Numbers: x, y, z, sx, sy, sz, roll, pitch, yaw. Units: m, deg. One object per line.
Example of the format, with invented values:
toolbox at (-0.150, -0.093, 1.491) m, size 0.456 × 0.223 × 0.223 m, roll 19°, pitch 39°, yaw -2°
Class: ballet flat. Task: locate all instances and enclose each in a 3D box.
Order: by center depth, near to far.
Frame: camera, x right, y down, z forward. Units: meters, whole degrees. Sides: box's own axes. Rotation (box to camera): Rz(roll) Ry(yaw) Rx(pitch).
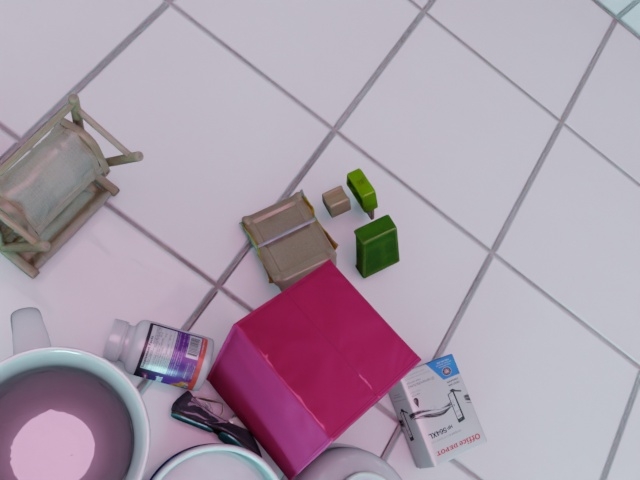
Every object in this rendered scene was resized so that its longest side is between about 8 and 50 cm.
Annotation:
ballet flat at (-0.191, 0.355, 1.335) m, size 0.203 × 0.074 × 0.074 m, roll 30°, pitch 64°, yaw -6°

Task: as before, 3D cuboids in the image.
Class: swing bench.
swing bench at (-0.495, -0.091, 1.268) m, size 0.165 × 0.254 × 0.253 m, roll 43°, pitch 62°, yaw -12°

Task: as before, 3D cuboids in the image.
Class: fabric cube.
fabric cube at (-0.019, 0.244, 1.295) m, size 0.259 × 0.254 × 0.258 m, roll -33°, pitch 73°, yaw -35°

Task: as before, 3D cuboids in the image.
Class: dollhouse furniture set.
dollhouse furniture set at (0.000, 0.000, 1.535) m, size 0.301 × 0.151 × 0.198 m, roll -25°, pitch 60°, yaw -9°

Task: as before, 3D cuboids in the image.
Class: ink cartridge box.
ink cartridge box at (0.249, 0.369, 1.483) m, size 0.148 × 0.086 × 0.203 m, roll -16°, pitch 77°, yaw -25°

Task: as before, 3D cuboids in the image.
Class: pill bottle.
pill bottle at (-0.312, 0.215, 1.316) m, size 0.193 × 0.108 × 0.108 m, roll 19°, pitch 66°, yaw -13°

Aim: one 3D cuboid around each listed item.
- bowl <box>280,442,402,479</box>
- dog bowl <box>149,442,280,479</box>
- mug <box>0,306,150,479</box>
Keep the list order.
bowl at (0.068, 0.526, 1.309) m, size 0.297 × 0.134 × 0.298 m, roll 11°, pitch 59°, yaw -19°
dog bowl at (-0.193, 0.497, 1.218) m, size 0.264 × 0.104 × 0.265 m, roll 4°, pitch 75°, yaw -16°
mug at (-0.446, 0.291, 1.115) m, size 0.276 × 0.328 × 0.374 m, roll -12°, pitch 76°, yaw -24°
